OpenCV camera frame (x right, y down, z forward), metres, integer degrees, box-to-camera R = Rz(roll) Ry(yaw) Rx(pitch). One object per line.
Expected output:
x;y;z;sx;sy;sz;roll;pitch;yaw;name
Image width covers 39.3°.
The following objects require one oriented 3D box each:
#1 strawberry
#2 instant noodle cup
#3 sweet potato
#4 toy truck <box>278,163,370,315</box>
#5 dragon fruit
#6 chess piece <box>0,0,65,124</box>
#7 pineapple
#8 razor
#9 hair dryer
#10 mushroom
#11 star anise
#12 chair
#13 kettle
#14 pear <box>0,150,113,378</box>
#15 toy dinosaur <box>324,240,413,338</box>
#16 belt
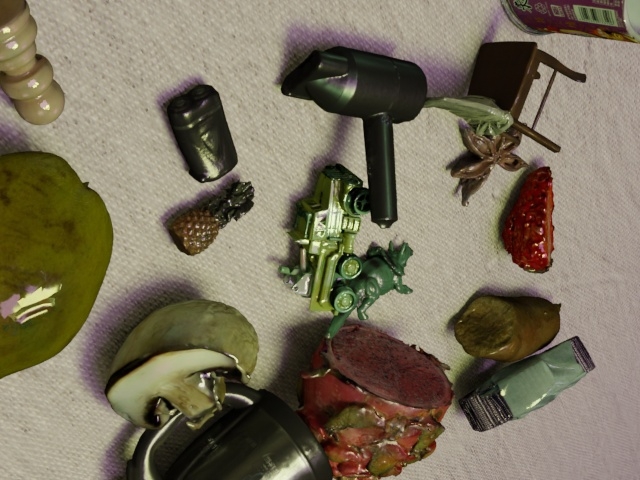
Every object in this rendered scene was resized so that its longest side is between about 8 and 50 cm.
0.456;-0.045;1.973;0.190;0.111;0.237;-3;93;-69;strawberry
0.541;-0.521;1.666;0.339;0.266;0.340;-19;123;-32;instant noodle cup
0.455;0.201;2.072;0.369;0.157;0.158;3;111;-46;sweet potato
0.003;-0.003;1.605;0.135;0.128;0.260;6;110;-27;toy truck
0.070;0.333;1.737;0.314;0.296;0.263;21;112;-9;dragon fruit
-0.390;-0.229;1.177;0.094;0.094;0.171;-39;138;-17;chess piece
-0.172;-0.042;1.472;0.159;0.074;0.074;-39;132;-21;pineapple
-0.183;-0.165;1.403;0.090;0.054;0.148;-34;131;-21;razor
0.064;-0.171;1.497;0.244;0.116;0.303;1;81;-38;hair dryer
-0.233;0.188;1.485;0.189;0.164;0.267;28;131;-21;mushroom
0.342;-0.186;1.830;0.208;0.063;0.172;-33;126;-18;star anise
0.318;-0.287;1.670;0.319;0.160;0.186;17;93;-31;chair
-0.187;0.421;1.609;0.324;0.228;0.321;-37;109;-25;kettle
-0.418;0.035;1.190;0.321;0.269;0.269;-56;136;-20;pear
0.096;0.108;1.754;0.292;0.079;0.120;-52;130;-26;toy dinosaur
0.486;0.339;2.101;0.324;0.122;0.260;-28;169;0;belt
